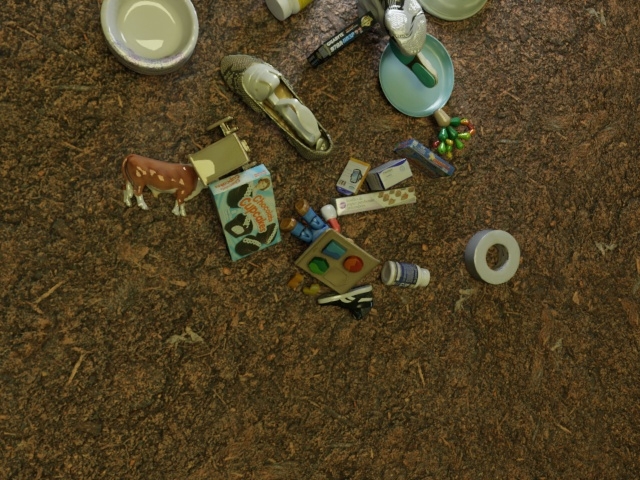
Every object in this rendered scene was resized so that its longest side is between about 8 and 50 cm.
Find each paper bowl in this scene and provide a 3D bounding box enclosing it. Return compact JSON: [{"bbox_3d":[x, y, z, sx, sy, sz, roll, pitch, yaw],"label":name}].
[{"bbox_3d":[-0.531,-0.661,1.659,0.284,0.148,0.284,-1,94,-18],"label":"paper bowl"}]

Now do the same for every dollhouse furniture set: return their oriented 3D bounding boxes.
[{"bbox_3d":[-0.313,-0.269,1.716,0.161,0.242,0.212,-27,102,3],"label":"dollhouse furniture set"}]

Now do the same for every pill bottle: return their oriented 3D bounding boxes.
[{"bbox_3d":[0.325,0.132,2.019,0.169,0.094,0.094,8,90,-19],"label":"pill bottle"},{"bbox_3d":[-0.080,-0.854,1.815,0.208,0.119,0.119,-43,105,-12],"label":"pill bottle"}]

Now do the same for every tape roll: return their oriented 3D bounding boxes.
[{"bbox_3d":[0.696,0.065,2.153,0.219,0.072,0.219,-1,93,-19],"label":"tape roll"}]

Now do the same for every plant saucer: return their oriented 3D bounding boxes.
[{"bbox_3d":[0.510,-1.049,2.013,0.400,0.100,0.400,-1,94,-18],"label":"plant saucer"},{"bbox_3d":[0.359,-0.626,2.016,0.317,0.043,0.318,-1,93,-18],"label":"plant saucer"}]

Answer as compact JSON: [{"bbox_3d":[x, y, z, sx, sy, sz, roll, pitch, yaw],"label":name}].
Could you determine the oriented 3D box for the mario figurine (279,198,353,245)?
[{"bbox_3d":[0.000,0.000,1.888,0.198,0.170,0.320,-33,119,28],"label":"mario figurine"}]

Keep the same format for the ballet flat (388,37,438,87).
[{"bbox_3d":[0.348,-0.669,1.955,0.248,0.086,0.086,46,79,-17],"label":"ballet flat"}]

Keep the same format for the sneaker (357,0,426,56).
[{"bbox_3d":[0.241,-0.784,1.852,0.137,0.210,0.366,-25,88,-8],"label":"sneaker"}]

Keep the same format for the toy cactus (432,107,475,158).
[{"bbox_3d":[0.491,-0.426,2.039,0.219,0.112,0.180,-43,106,-18],"label":"toy cactus"}]

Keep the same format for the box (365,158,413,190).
[{"bbox_3d":[0.245,-0.240,1.949,0.126,0.137,0.072,-28,102,-15],"label":"box"}]

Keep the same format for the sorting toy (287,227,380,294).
[{"bbox_3d":[0.027,0.109,1.839,0.229,0.041,0.307,32,127,-17],"label":"sorting toy"}]

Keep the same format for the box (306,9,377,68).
[{"bbox_3d":[0.073,-0.694,1.846,0.220,0.175,0.051,-39,104,-12],"label":"box"}]

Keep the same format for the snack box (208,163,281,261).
[{"bbox_3d":[-0.239,-0.084,1.736,0.187,0.060,0.322,-24,142,-16],"label":"snack box"}]

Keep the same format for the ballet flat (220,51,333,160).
[{"bbox_3d":[-0.126,-0.461,1.789,0.483,0.182,0.164,44,80,-15],"label":"ballet flat"}]

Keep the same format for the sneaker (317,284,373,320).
[{"bbox_3d":[0.100,0.244,1.959,0.217,0.079,0.121,-12,97,-18],"label":"sneaker"}]

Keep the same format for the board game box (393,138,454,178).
[{"bbox_3d":[0.386,-0.304,1.994,0.201,0.136,0.035,31,83,-17],"label":"board game box"}]

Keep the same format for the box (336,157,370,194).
[{"bbox_3d":[0.117,-0.229,1.941,0.081,0.028,0.136,26,85,26],"label":"box"}]

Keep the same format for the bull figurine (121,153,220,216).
[{"bbox_3d":[-0.488,-0.181,1.725,0.310,0.101,0.188,11,91,-19],"label":"bull figurine"}]

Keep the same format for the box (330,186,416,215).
[{"bbox_3d":[0.198,-0.148,1.977,0.324,0.067,0.063,-11,96,-19],"label":"box"}]
